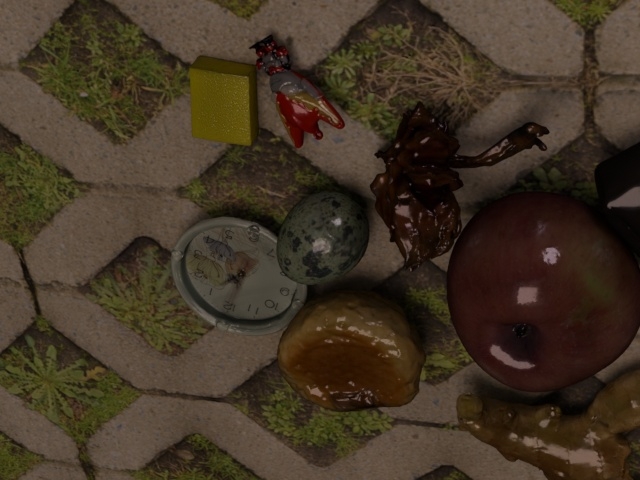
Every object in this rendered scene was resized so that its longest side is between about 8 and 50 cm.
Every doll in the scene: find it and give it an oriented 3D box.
[{"bbox_3d":[-0.042,-0.221,1.816,0.109,0.057,0.169,-20,101,47],"label":"doll"}]

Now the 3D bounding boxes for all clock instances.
[{"bbox_3d":[-0.129,0.052,2.041,0.236,0.053,0.236,9,127,12],"label":"clock"}]

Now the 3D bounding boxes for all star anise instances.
[{"bbox_3d":[0.178,-0.090,1.740,0.148,0.237,0.346,19,144,-36],"label":"star anise"}]

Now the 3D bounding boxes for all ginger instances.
[{"bbox_3d":[0.414,0.356,2.027,0.348,0.122,0.363,1,130,23],"label":"ginger"}]

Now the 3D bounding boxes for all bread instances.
[{"bbox_3d":[0.057,0.176,2.005,0.244,0.134,0.244,7,128,10],"label":"bread"}]

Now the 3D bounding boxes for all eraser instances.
[{"bbox_3d":[-0.145,-0.210,1.867,0.097,0.045,0.122,10,125,14],"label":"eraser"}]

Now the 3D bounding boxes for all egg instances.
[{"bbox_3d":[0.000,0.000,1.903,0.132,0.132,0.172,38,127,-8],"label":"egg"}]

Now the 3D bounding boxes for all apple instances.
[{"bbox_3d":[0.318,0.079,1.772,0.306,0.235,0.305,12,131,15],"label":"apple"}]

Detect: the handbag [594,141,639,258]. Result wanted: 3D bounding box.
[{"bbox_3d":[0.546,-0.055,1.673,0.285,0.113,0.257,-26,118,26],"label":"handbag"}]
